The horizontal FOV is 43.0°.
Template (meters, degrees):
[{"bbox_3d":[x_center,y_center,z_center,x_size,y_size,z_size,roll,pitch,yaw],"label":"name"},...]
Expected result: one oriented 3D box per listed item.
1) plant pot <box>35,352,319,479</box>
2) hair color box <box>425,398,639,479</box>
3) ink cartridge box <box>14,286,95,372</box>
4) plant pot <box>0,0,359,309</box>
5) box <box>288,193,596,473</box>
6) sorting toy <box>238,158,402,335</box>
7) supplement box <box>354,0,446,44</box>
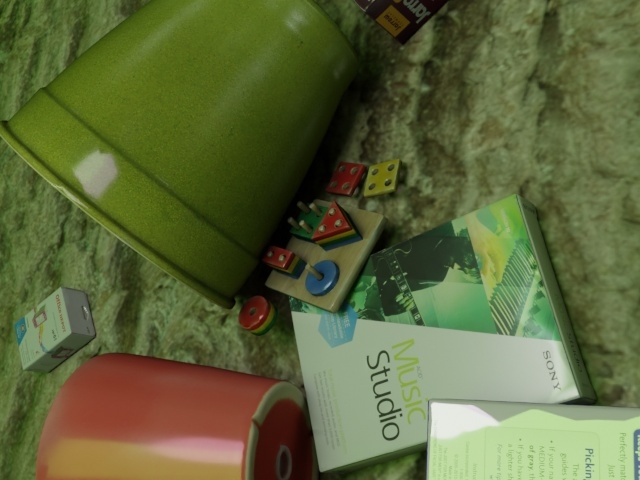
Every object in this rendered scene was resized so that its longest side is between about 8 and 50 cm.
[{"bbox_3d":[-0.148,0.265,0.958,0.243,0.275,0.274,-5,74,22],"label":"plant pot"},{"bbox_3d":[0.267,0.240,0.714,0.339,0.110,0.185,-1,76,22],"label":"hair color box"},{"bbox_3d":[-0.425,0.143,1.298,0.122,0.052,0.088,-35,59,21],"label":"ink cartridge box"},{"bbox_3d":[-0.144,-0.162,1.036,0.366,0.366,0.353,38,87,36],"label":"plant pot"},{"bbox_3d":[0.119,0.114,0.924,0.322,0.058,0.232,-24,64,27],"label":"box"},{"bbox_3d":[0.000,0.000,0.997,0.132,0.046,0.274,17,72,48],"label":"sorting toy"},{"bbox_3d":[0.128,-0.356,1.022,0.188,0.104,0.080,-43,57,18],"label":"supplement box"}]
